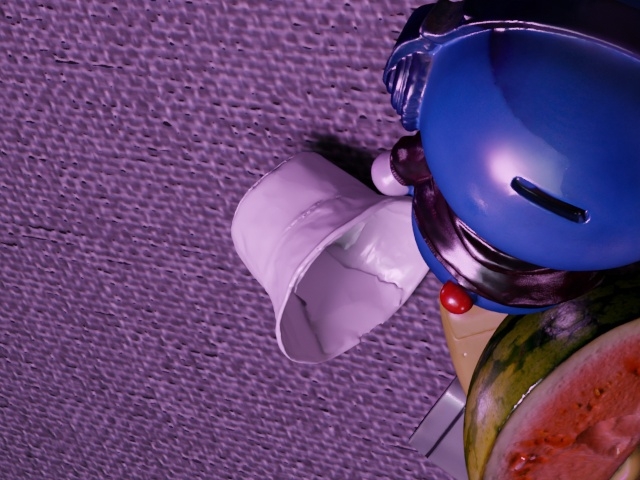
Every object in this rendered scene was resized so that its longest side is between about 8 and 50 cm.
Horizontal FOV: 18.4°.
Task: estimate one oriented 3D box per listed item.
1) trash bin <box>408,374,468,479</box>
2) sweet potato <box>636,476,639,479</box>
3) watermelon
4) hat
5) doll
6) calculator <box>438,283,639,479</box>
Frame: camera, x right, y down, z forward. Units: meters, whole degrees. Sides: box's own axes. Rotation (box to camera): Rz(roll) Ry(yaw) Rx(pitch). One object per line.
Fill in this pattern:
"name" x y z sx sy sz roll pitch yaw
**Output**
"trash bin" 0.162 0.190 1.863 0.130 0.059 0.116 36 141 5
"sweet potato" 0.253 0.227 1.822 0.206 0.060 0.068 114 141 -53
"watermelon" 0.188 0.123 1.688 0.128 0.159 0.303 62 139 40
"hat" 0.000 0.000 1.749 0.126 0.203 0.203 45 145 25
"doll" 0.177 -0.075 1.470 0.284 0.240 0.310 25 146 -2
"calculator" 0.197 0.133 1.753 0.157 0.033 0.237 -20 101 37
